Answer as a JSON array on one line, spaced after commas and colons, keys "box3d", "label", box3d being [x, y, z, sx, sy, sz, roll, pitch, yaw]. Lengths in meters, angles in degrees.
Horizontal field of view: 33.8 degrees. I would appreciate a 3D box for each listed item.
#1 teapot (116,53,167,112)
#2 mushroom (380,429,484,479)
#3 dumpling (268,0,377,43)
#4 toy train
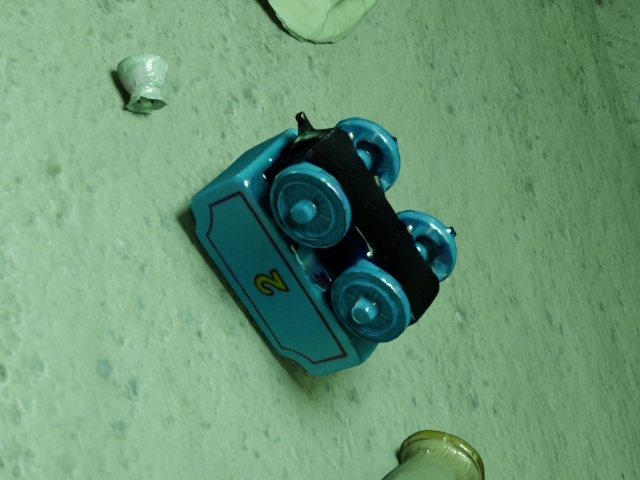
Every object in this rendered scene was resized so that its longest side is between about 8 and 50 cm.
[{"box3d": [-0.223, -0.196, 1.349, 0.083, 0.064, 0.064, 61, 20, -76], "label": "teapot"}, {"box3d": [0.104, 0.369, 1.323, 0.138, 0.154, 0.407, 22, 29, 14], "label": "mushroom"}, {"box3d": [-0.009, -0.486, 1.763, 0.395, 0.233, 0.315, 32, 74, -58], "label": "dumpling"}, {"box3d": [0.000, 0.000, 1.325, 0.300, 0.265, 0.188, 57, 43, -13], "label": "toy train"}]
